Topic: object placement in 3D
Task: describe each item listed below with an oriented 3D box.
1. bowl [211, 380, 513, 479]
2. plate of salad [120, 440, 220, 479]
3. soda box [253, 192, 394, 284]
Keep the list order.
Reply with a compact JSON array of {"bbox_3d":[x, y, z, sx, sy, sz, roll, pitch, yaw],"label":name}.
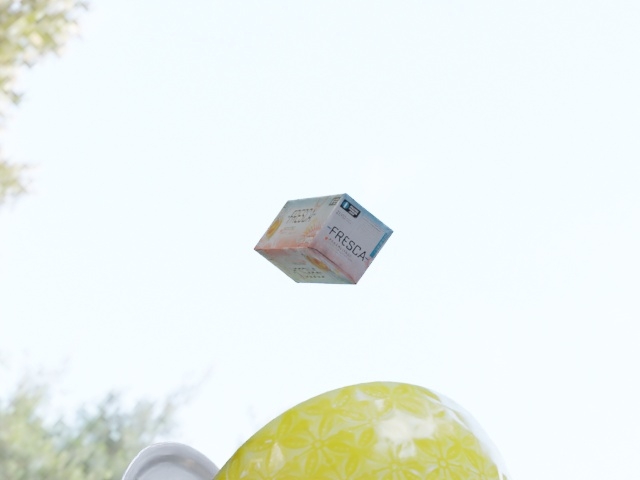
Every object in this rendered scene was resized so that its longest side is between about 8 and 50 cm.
[{"bbox_3d":[0.050,0.270,1.421,0.156,0.289,0.289,-137,-149,-57],"label":"bowl"},{"bbox_3d":[-0.129,0.298,1.878,0.048,0.200,0.200,-22,-71,35],"label":"plate of salad"},{"bbox_3d":[0.000,0.000,1.676,0.058,0.063,0.183,38,-11,-14],"label":"soda box"}]
